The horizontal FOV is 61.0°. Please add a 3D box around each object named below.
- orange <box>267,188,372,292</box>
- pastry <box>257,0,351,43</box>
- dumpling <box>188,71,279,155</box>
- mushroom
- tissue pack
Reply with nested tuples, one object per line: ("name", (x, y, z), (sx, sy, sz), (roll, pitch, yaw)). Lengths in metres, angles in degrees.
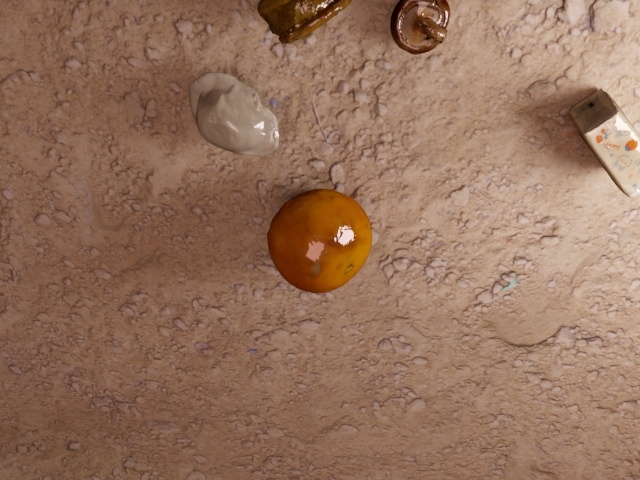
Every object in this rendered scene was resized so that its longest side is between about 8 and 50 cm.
("orange", (0.000, 0.000, 1.325), (0.261, 0.261, 0.261), (4, 123, 6))
("pastry", (-0.027, -0.476, 1.070), (0.189, 0.188, 0.103), (-26, 119, 23))
("dumpling", (-0.202, -0.287, 1.248), (0.250, 0.132, 0.162), (30, 132, 7))
("mushroom", (0.202, -0.445, 1.105), (0.127, 0.087, 0.127), (2, 122, 3))
("tissue pack", (0.628, -0.206, 1.158), (0.092, 0.148, 0.196), (-36, 111, 30))
